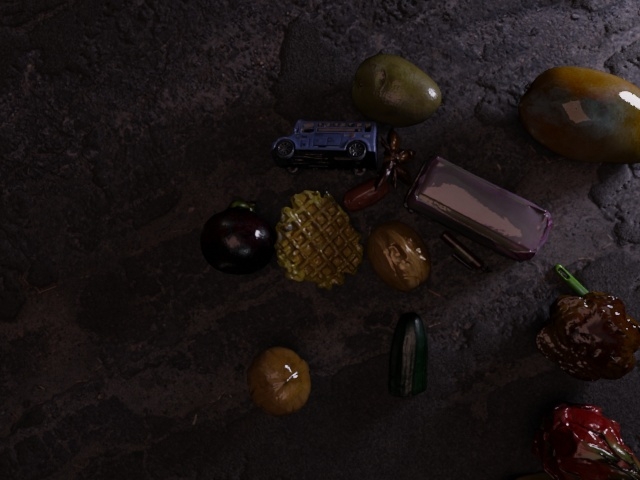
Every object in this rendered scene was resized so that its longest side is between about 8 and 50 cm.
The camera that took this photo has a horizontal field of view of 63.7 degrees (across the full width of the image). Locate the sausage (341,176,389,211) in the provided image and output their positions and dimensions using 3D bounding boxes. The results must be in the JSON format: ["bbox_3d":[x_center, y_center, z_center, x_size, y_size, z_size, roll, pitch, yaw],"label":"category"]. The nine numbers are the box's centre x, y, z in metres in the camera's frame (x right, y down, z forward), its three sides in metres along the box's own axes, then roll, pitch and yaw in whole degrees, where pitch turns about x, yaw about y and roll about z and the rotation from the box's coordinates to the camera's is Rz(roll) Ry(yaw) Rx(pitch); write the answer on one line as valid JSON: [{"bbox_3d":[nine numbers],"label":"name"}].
[{"bbox_3d":[0.127,-0.130,1.456,0.141,0.076,0.076,-27,89,9],"label":"sausage"}]

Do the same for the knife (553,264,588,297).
[{"bbox_3d":[0.724,0.138,1.406,0.212,0.015,0.054,45,99,4],"label":"knife"}]

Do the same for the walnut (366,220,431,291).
[{"bbox_3d":[0.214,0.042,1.417,0.159,0.159,0.206,-35,89,10],"label":"walnut"}]

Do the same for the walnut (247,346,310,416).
[{"bbox_3d":[-0.115,0.399,1.463,0.196,0.221,0.195,2,74,-8],"label":"walnut"}]

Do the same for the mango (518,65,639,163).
[{"bbox_3d":[0.686,-0.302,1.294,0.384,0.199,0.221,24,94,-6],"label":"mango"}]

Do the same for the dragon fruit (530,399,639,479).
[{"bbox_3d":[0.691,0.529,1.317,0.293,0.234,0.233,0,95,47],"label":"dragon fruit"}]

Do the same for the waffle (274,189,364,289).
[{"bbox_3d":[-0.001,0.000,1.458,0.263,0.060,0.280,5,95,-17],"label":"waffle"}]

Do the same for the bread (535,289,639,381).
[{"bbox_3d":[0.710,0.243,1.347,0.247,0.135,0.231,28,106,9],"label":"bread"}]

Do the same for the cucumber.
[{"bbox_3d":[0.251,0.328,1.478,0.115,0.063,0.243,0,93,9],"label":"cucumber"}]

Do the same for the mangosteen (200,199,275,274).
[{"bbox_3d":[-0.234,-0.010,1.456,0.216,0.216,0.215,1,94,9],"label":"mangosteen"}]

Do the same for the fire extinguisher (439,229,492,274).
[{"bbox_3d":[0.403,0.044,1.444,0.173,0.035,0.049,42,96,7],"label":"fire extinguisher"}]

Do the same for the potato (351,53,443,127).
[{"bbox_3d":[0.208,-0.396,1.383,0.252,0.159,0.174,18,121,-1],"label":"potato"}]

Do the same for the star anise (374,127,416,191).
[{"bbox_3d":[0.212,-0.212,1.416,0.054,0.157,0.212,-17,62,49],"label":"star anise"}]

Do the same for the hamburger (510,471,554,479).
[{"bbox_3d":[0.624,0.777,1.349,0.277,0.276,0.236,-10,96,10],"label":"hamburger"}]

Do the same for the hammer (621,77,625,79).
[{"bbox_3d":[0.770,-0.385,1.353,0.053,0.031,0.083,2,101,13],"label":"hammer"}]

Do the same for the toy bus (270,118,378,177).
[{"bbox_3d":[0.013,-0.262,1.434,0.293,0.125,0.133,3,72,11],"label":"toy bus"}]

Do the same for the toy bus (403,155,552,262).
[{"bbox_3d":[0.422,-0.076,1.367,0.387,0.162,0.171,28,97,6],"label":"toy bus"}]
